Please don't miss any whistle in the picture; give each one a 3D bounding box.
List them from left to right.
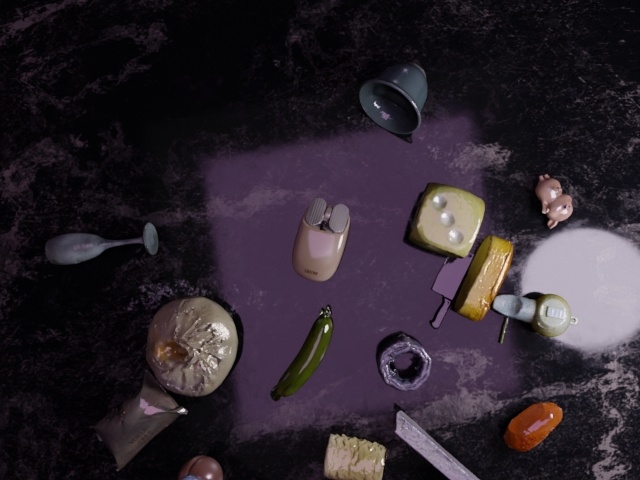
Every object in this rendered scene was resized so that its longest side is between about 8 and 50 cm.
[{"bbox_3d":[0.592,0.199,1.460,0.222,0.123,0.123,11,88,17],"label":"whistle"}]

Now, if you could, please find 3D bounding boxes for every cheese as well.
[{"bbox_3d":[0.095,0.617,1.474,0.167,0.094,0.123,10,90,5],"label":"cheese"}]

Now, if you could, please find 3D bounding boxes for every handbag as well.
[{"bbox_3d":[-0.535,0.512,1.520,0.270,0.117,0.183,-42,77,2],"label":"handbag"}]

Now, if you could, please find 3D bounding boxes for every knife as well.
[{"bbox_3d":[0.362,0.135,1.518,0.072,0.019,0.246,25,86,7],"label":"knife"}]

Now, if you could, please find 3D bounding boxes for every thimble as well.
[{"bbox_3d":[0.231,0.343,1.476,0.149,0.098,0.150,0,88,4],"label":"thimble"}]

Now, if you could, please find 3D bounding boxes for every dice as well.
[{"bbox_3d":[0.344,-0.054,1.449,0.166,0.169,0.170,19,89,5],"label":"dice"}]

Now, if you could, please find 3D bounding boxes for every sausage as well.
[{"bbox_3d":[0.584,0.509,1.447,0.179,0.089,0.089,-43,85,4],"label":"sausage"}]

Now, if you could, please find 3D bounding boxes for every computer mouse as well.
[{"bbox_3d":[0.000,0.000,1.518,0.145,0.082,0.237,18,90,6],"label":"computer mouse"}]

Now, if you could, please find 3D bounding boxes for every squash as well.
[{"bbox_3d":[-0.039,0.339,1.511,0.071,0.080,0.319,31,91,-33],"label":"squash"}]

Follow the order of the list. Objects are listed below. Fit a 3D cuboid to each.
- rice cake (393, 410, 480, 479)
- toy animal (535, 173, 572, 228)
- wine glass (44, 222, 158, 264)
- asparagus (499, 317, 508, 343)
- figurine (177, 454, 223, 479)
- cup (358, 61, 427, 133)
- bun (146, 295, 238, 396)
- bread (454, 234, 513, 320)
[{"bbox_3d":[0.340,0.613,1.467,0.365,0.072,0.056,40,94,5],"label":"rice cake"},{"bbox_3d":[0.657,-0.117,1.481,0.083,0.089,0.150,-22,89,23],"label":"toy animal"},{"bbox_3d":[-0.647,0.058,1.487,0.309,0.264,0.096,-7,123,4],"label":"wine glass"},{"bbox_3d":[0.530,0.239,1.500,0.015,0.014,0.115,16,89,-29],"label":"asparagus"},{"bbox_3d":[-0.357,0.831,1.446,0.276,0.248,0.388,34,100,2],"label":"figurine"},{"bbox_3d":[0.229,-0.424,1.487,0.199,0.199,0.150,34,73,5],"label":"cup"},{"bbox_3d":[-0.375,0.299,1.500,0.286,0.146,0.288,0,85,4],"label":"bun"},{"bbox_3d":[0.462,0.107,1.468,0.094,0.102,0.246,24,88,6],"label":"bread"}]
